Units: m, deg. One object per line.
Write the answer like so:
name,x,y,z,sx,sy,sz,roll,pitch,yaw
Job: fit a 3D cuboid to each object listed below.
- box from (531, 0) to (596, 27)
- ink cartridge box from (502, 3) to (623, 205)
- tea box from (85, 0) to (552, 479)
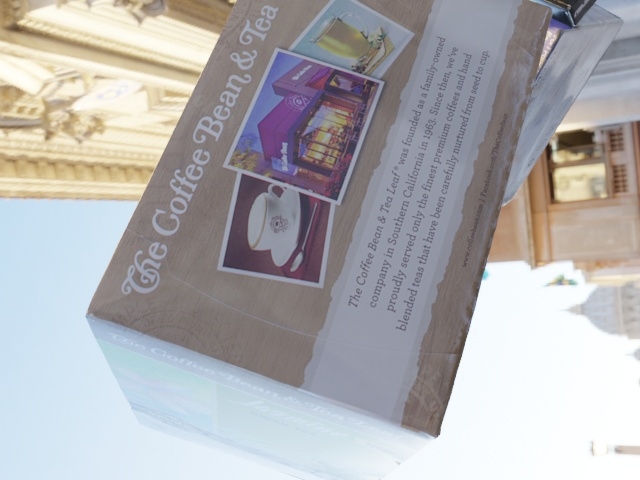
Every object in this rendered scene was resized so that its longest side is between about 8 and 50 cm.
box,0.265,-0.353,0.878,0.190,0.184,0.045,-51,-32,4
ink cartridge box,0.265,-0.165,1.081,0.330,0.071,0.324,-24,-33,-54
tea box,0.000,0.000,0.637,0.323,0.220,0.328,102,-173,-66
